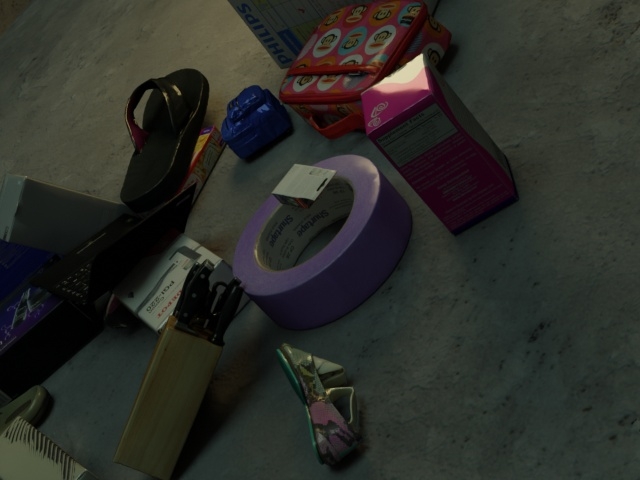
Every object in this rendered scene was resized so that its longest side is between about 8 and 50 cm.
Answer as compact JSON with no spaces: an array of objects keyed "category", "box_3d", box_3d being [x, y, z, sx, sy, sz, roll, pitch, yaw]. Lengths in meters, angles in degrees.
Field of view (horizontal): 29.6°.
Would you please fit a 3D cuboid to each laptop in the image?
[{"category":"laptop","box_3d":[-0.359,-0.008,2.076,0.264,0.136,0.234,16,44,41]}]

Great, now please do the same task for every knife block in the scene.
[{"category":"knife block","box_3d":[-0.194,0.171,1.728,0.242,0.088,0.275,119,170,-49]}]

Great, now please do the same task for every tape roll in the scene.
[{"category":"tape roll","box_3d":[0.000,0.000,1.829,0.275,0.090,0.274,-30,33,22]}]

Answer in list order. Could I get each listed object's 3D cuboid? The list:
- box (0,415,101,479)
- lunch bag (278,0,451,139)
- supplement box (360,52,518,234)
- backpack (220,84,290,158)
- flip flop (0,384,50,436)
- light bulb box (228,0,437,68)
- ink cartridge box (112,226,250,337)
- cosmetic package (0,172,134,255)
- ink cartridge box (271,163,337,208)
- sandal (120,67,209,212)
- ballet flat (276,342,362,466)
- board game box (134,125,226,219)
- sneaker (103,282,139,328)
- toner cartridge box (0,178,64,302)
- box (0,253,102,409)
[{"category":"box","box_3d":[-0.401,0.364,1.816,0.094,0.113,0.275,-51,33,-16]},{"category":"lunch bag","box_3d":[0.064,-0.286,2.089,0.293,0.120,0.258,7,61,54]},{"category":"supplement box","box_3d":[0.165,-0.132,1.676,0.114,0.220,0.111,-30,33,19]},{"category":"backpack","box_3d":[-0.130,-0.220,2.235,0.120,0.101,0.098,-38,25,14]},{"category":"flip flop","box_3d":[-0.590,0.335,2.091,0.277,0.080,0.112,-38,32,8]},{"category":"light bulb box","box_3d":[-0.002,-0.553,2.246,0.361,0.358,0.225,-11,42,40]},{"category":"ink cartridge box","box_3d":[-0.228,0.084,1.981,0.158,0.092,0.218,-48,33,-9]},{"category":"cosmetic package","box_3d":[-0.477,-0.036,2.241,0.107,0.238,0.127,13,86,55]},{"category":"ink cartridge box","box_3d":[-0.018,-0.081,1.835,0.115,0.029,0.063,14,61,53]},{"category":"sandal","box_3d":[-0.314,-0.232,2.356,0.168,0.107,0.445,-29,32,21]},{"category":"ballet flat","box_3d":[0.005,0.207,1.600,0.079,0.077,0.221,-23,37,-3]},{"category":"board game box","box_3d":[-0.277,-0.125,2.334,0.147,0.045,0.193,-12,43,41]},{"category":"sneaker","box_3d":[-0.341,0.095,2.129,0.077,0.072,0.178,-27,22,33]},{"category":"toner cartridge box","box_3d":[-0.616,0.062,2.374,0.348,0.165,0.075,-46,30,-7]},{"category":"box","box_3d":[-0.540,0.175,2.215,0.261,0.103,0.184,-41,29,3]}]
